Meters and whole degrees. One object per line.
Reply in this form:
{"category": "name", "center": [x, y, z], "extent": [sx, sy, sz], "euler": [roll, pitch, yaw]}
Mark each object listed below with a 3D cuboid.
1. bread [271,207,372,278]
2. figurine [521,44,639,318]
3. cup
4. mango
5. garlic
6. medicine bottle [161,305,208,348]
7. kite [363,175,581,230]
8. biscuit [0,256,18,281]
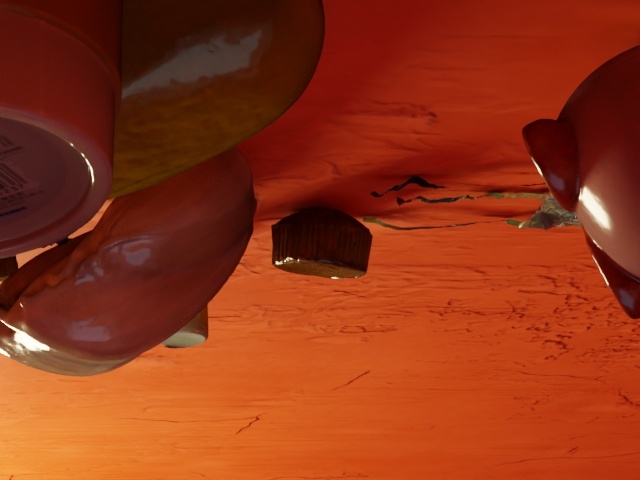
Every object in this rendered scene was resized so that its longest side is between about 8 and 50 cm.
{"category": "bread", "center": [0.000, 0.000, 1.243], "extent": [0.085, 0.053, 0.085], "euler": [4, 169, 1]}
{"category": "figurine", "center": [0.240, -0.053, 0.987], "extent": [0.173, 0.173, 0.173], "euler": [-3, 159, -1]}
{"category": "cup", "center": [-0.192, -0.107, 0.683], "extent": [0.241, 0.226, 0.185], "euler": [-29, 148, 35]}
{"category": "mango", "center": [-0.148, -0.089, 0.863], "extent": [0.331, 0.142, 0.195], "euler": [-9, 165, 13]}
{"category": "garlic", "center": [-0.147, 0.037, 1.138], "extent": [0.228, 0.110, 0.217], "euler": [-29, 169, -15]}
{"category": "medicine bottle", "center": [-0.122, 0.048, 1.305], "extent": [0.047, 0.083, 0.047], "euler": [-2, 159, -1]}
{"category": "kite", "center": [0.191, -0.027, 1.253], "extent": [0.310, 0.015, 0.169], "euler": [-3, 160, -2]}
{"category": "biscuit", "center": [-0.373, 0.038, 1.129], "extent": [0.269, 0.051, 0.376], "euler": [-15, 180, 15]}
